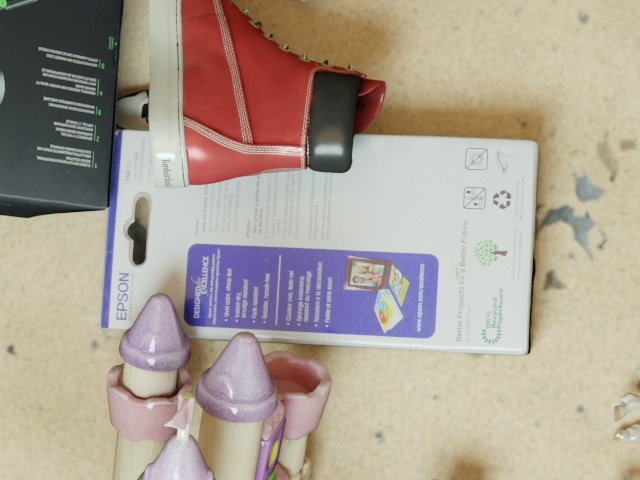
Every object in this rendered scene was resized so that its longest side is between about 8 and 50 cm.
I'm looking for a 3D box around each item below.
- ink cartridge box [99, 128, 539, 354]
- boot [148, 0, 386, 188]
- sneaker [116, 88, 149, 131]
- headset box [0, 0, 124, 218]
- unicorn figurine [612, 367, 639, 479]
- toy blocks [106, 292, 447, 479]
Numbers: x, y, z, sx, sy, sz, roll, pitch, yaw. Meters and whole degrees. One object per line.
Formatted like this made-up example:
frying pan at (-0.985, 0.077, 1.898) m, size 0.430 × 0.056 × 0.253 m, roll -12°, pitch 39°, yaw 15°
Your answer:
ink cartridge box at (0.000, 0.000, 1.205) m, size 0.332 × 0.065 × 0.165 m, roll 3°, pitch 85°, yaw 9°
boot at (-0.044, -0.143, 1.193) m, size 0.176 × 0.088 × 0.244 m, roll -5°, pitch 52°, yaw -3°
sneaker at (-0.120, -0.105, 1.247) m, size 0.109 × 0.044 × 0.040 m, roll -2°, pitch 86°, yaw 11°
headset box at (-0.284, -0.151, 1.169) m, size 0.131 × 0.246 × 0.283 m, roll -3°, pitch 83°, yaw 50°
unicorn figurine at (0.269, 0.177, 1.142) m, size 0.111 × 0.060 × 0.162 m, roll 4°, pitch 86°, yaw 11°
toy blocks at (-0.044, 0.166, 1.052) m, size 0.309 × 0.288 × 0.260 m, roll 16°, pitch 117°, yaw 12°
